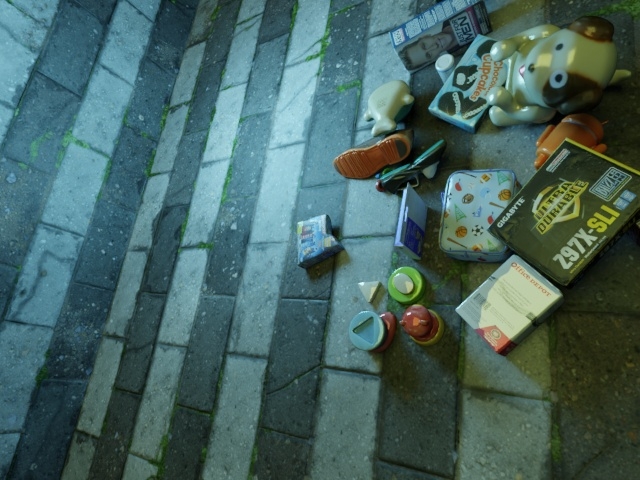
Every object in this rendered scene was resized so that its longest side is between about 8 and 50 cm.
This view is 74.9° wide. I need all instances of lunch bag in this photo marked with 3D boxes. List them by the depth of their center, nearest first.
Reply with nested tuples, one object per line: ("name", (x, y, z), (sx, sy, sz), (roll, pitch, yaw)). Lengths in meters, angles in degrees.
("lunch bag", (0.504, -0.085, 1.339), (0.243, 0.115, 0.303), (2, 74, 38))

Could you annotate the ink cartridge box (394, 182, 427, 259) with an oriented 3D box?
("ink cartridge box", (0.300, -0.062, 1.407), (0.045, 0.208, 0.206), (2, 72, 32))

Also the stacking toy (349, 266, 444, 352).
("stacking toy", (0.226, 0.223, 1.393), (0.309, 0.130, 0.279), (-20, 61, 27))

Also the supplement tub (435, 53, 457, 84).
("supplement tub", (0.485, -0.644, 1.582), (0.071, 0.107, 0.071), (-14, 65, 31))

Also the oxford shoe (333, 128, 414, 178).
("oxford shoe", (0.213, -0.347, 1.668), (0.364, 0.130, 0.132), (-10, 33, 39))

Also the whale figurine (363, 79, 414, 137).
("whale figurine", (0.274, -0.495, 1.628), (0.216, 0.141, 0.272), (-13, 50, 34))

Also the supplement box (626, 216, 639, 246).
("supplement box", (0.822, -0.074, 1.099), (0.073, 0.130, 0.239), (-37, 55, 18))

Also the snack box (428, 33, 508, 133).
("snack box", (0.562, -0.566, 1.505), (0.187, 0.060, 0.322), (35, 93, 26))

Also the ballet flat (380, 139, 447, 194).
("ballet flat", (0.355, -0.258, 1.529), (0.280, 0.095, 0.096), (-29, 101, 33))

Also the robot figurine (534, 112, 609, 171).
("robot figurine", (0.742, -0.285, 1.244), (0.219, 0.128, 0.158), (-51, 8, 7))

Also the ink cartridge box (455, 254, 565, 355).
("ink cartridge box", (0.544, 0.187, 1.204), (0.237, 0.100, 0.172), (-47, 52, 11))

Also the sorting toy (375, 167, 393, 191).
("sorting toy", (0.242, -0.237, 1.627), (0.102, 0.061, 0.042), (-57, 16, -7))

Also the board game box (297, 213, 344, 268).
("board game box", (0.000, 0.000, 1.687), (0.194, 0.060, 0.194), (-14, 64, 29))

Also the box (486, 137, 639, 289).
("box", (0.650, -0.072, 1.099), (0.322, 0.079, 0.257), (-52, 52, 12))

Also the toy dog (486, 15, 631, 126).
("toy dog", (0.667, -0.453, 1.176), (0.395, 0.408, 0.284), (17, 107, 14))

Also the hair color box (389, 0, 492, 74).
("hair color box", (0.465, -0.812, 1.623), (0.347, 0.174, 0.105), (-20, 63, 27))
